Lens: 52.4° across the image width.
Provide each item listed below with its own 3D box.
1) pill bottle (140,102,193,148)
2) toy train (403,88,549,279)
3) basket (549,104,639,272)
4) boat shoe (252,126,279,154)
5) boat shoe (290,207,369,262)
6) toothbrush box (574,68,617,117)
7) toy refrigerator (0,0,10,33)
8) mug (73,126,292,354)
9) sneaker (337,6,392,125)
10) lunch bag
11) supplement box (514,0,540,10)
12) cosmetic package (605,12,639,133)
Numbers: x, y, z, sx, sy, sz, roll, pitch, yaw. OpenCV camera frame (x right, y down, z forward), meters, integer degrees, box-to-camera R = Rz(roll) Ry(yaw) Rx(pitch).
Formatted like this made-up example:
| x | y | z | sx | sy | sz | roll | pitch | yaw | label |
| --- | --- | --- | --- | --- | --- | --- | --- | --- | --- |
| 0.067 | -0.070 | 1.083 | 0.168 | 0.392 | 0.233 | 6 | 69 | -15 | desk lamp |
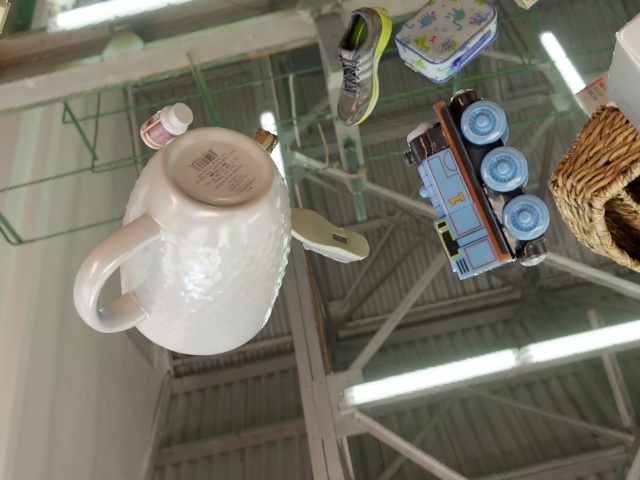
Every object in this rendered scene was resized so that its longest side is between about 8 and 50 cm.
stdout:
| x | y | z | sx | sy | sz | roll | pitch | yaw | label |
| --- | --- | --- | --- | --- | --- | --- | --- | --- | --- |
| -0.425 | -0.320 | 1.805 | 0.152 | 0.086 | 0.086 | -22 | -139 | 39 | pill bottle |
| 0.151 | -0.053 | 0.635 | 0.105 | 0.080 | 0.184 | -24 | -98 | 16 | toy train |
| 0.559 | -0.054 | 1.071 | 0.213 | 0.299 | 0.223 | -56 | -150 | 1 | basket |
| -0.180 | -0.193 | 1.595 | 0.072 | 0.068 | 0.190 | 32 | -103 | 6 | boat shoe |
| 0.001 | -0.001 | 1.457 | 0.227 | 0.081 | 0.079 | 23 | -124 | -28 | boat shoe |
| 0.700 | -0.244 | 1.339 | 0.206 | 0.283 | 0.122 | -37 | -153 | 24 | toothbrush box |
| -0.537 | -0.266 | 0.957 | 0.094 | 0.269 | 0.102 | 15 | -142 | -33 | toy refrigerator |
| -0.215 | 0.012 | 1.030 | 0.374 | 0.328 | 0.276 | -33 | -112 | -34 | mug |
| 0.084 | -0.435 | 1.615 | 0.111 | 0.300 | 0.121 | 18 | -165 | 33 | sneaker |
| 0.301 | -0.487 | 1.544 | 0.219 | 0.090 | 0.176 | -43 | -119 | -6 | lunch bag |
| 0.472 | -0.590 | 1.511 | 0.056 | 0.083 | 0.083 | -41 | -157 | 16 | supplement box |
| 0.341 | -0.133 | 0.481 | 0.197 | 0.365 | 0.155 | -39 | -99 | 21 | cosmetic package |
